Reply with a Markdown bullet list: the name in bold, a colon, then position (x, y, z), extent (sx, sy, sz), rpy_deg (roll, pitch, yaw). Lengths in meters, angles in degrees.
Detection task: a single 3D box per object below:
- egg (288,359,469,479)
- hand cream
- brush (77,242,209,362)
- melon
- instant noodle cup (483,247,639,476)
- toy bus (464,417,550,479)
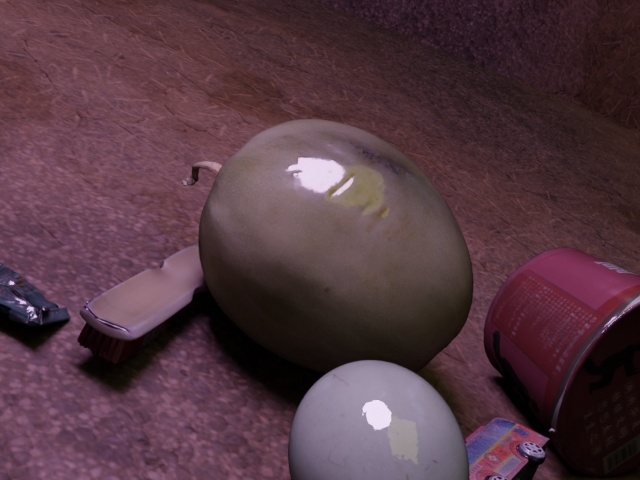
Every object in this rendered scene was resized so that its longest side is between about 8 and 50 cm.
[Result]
- **egg**: position (0.049, 0.186, 0.871), extent (0.149, 0.149, 0.192), rpy_deg (15, 33, -23)
- **hand cream**: position (-0.349, 0.011, 0.962), extent (0.247, 0.052, 0.075), rpy_deg (27, 25, 3)
- **brush**: position (-0.159, 0.058, 1.068), extent (0.060, 0.050, 0.321), rpy_deg (26, 16, 7)
- **melon**: position (0.013, 0.009, 1.078), extent (0.308, 0.272, 0.272), rpy_deg (27, 23, -17)
- **instant noodle cup**: position (0.310, 0.123, 1.184), extent (0.234, 0.235, 0.178), rpy_deg (8, 21, -34)
- **toy bus**: position (0.158, 0.230, 0.998), extent (0.077, 0.065, 0.192), rpy_deg (28, 23, 23)
